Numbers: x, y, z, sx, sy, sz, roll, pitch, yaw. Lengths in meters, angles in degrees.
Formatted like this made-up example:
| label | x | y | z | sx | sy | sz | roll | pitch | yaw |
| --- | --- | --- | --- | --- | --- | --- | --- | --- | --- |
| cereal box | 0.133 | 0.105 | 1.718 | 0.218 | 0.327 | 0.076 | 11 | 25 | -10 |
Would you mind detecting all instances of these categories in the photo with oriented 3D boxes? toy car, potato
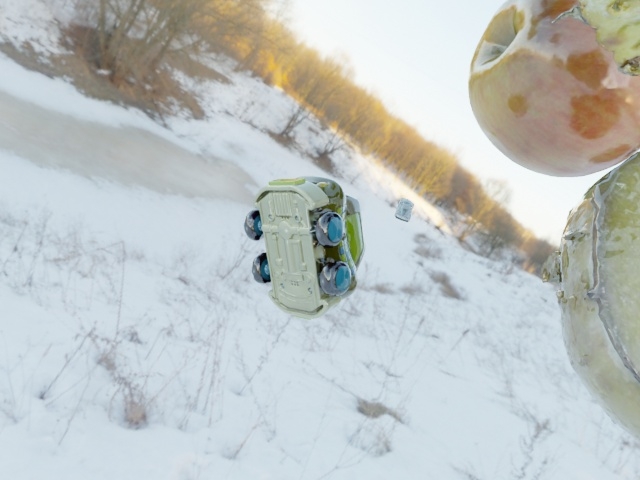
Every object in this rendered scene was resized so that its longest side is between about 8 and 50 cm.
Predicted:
| label | x | y | z | sx | sy | sz | roll | pitch | yaw |
| --- | --- | --- | --- | --- | --- | --- | --- | --- | --- |
| toy car | 0.000 | 0.000 | 0.962 | 0.204 | 0.247 | 0.198 | 4 | 18 | 40 |
| toy car | 0.215 | -0.081 | 1.335 | 0.041 | 0.025 | 0.093 | 22 | 42 | 1 |
| potato | 0.513 | 0.117 | 0.757 | 0.386 | 0.442 | 0.319 | -4 | -23 | -1 |

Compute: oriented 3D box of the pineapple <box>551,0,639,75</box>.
| label | x | y | z | sx | sy | sz | roll | pitch | yaw |
| --- | --- | --- | --- | --- | --- | --- | --- | --- | --- |
| pineapple | 0.442 | -0.379 | 0.666 | 0.209 | 0.286 | 0.344 | 6 | -36 | 48 |

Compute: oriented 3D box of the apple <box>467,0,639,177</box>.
| label | x | y | z | sx | sy | sz | roll | pitch | yaw |
| --- | --- | --- | --- | --- | --- | --- | --- | --- | --- |
| apple | 0.496 | -0.337 | 1.082 | 0.347 | 0.391 | 0.391 | 18 | 15 | -10 |
